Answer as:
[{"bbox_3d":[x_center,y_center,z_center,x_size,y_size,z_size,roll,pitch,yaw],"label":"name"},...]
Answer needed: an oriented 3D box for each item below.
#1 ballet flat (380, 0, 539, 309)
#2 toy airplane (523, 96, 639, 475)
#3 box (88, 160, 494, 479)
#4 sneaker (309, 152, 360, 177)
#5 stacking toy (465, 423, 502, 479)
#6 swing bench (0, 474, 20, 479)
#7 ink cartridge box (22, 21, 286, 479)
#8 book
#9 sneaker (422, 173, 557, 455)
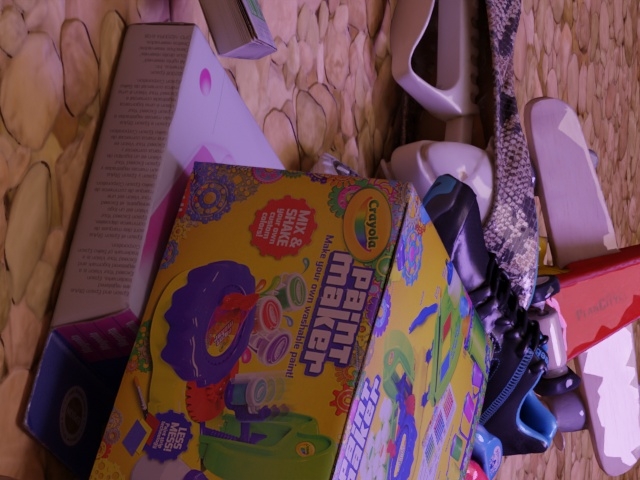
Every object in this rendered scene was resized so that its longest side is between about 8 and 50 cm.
[{"bbox_3d":[0.136,-0.143,1.974,0.182,0.164,0.483,18,69,-53],"label":"ballet flat"},{"bbox_3d":[0.322,0.061,2.319,0.384,0.272,0.386,31,74,-32],"label":"toy airplane"},{"bbox_3d":[-0.011,0.138,1.345,0.279,0.177,0.290,59,43,-57],"label":"box"},{"bbox_3d":[0.000,0.000,1.701,0.090,0.115,0.232,38,20,-13],"label":"sneaker"},{"bbox_3d":[0.041,0.292,1.697,0.175,0.165,0.302,74,39,-66],"label":"stacking toy"},{"bbox_3d":[-0.231,0.296,0.967,0.255,0.165,0.253,-72,155,-49],"label":"swing bench"},{"bbox_3d":[-0.102,0.053,1.427,0.324,0.071,0.330,58,38,-59],"label":"ink cartridge box"},{"bbox_3d":[-0.079,-0.213,1.423,0.096,0.035,0.144,-13,81,-78],"label":"book"},{"bbox_3d":[0.171,0.080,1.874,0.125,0.139,0.341,-58,147,-47],"label":"sneaker"}]
